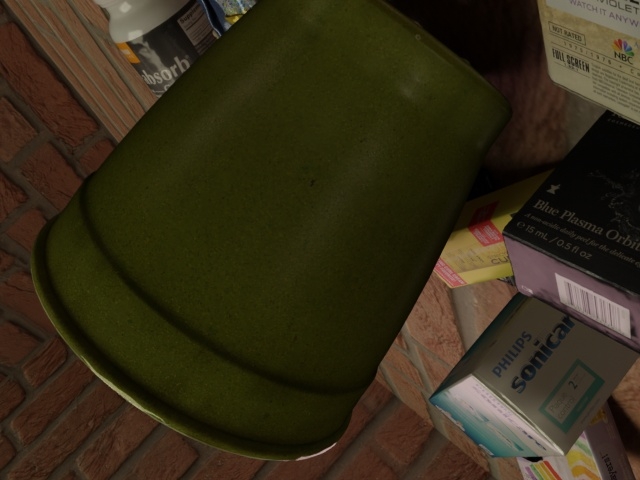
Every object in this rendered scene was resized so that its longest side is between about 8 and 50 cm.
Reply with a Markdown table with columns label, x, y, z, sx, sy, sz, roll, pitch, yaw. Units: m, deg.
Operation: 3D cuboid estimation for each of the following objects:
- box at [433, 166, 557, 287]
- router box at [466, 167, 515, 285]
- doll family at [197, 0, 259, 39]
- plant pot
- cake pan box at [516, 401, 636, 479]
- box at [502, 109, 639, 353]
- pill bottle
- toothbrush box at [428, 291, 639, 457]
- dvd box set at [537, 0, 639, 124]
| label | x | y | z | sx | sy | sz | roll | pitch | yaw |
| --- | --- | --- | --- | --- | --- | --- | --- | --- | --- |
| box | 0.206 | -0.008 | 0.708 | 0.087 | 0.058 | 0.232 | 44 | 152 | -15 |
| router box | 0.193 | -0.029 | 0.843 | 0.133 | 0.046 | 0.179 | 27 | 158 | 53 |
| doll family | -0.097 | -0.272 | 0.807 | 0.163 | 0.118 | 0.263 | 52 | 164 | -31 |
| plant pot | -0.020 | -0.055 | 0.610 | 0.366 | 0.353 | 0.366 | 33 | -164 | -11 |
| cake pan box | 0.415 | 0.344 | 1.102 | 0.245 | 0.070 | 0.267 | 70 | 163 | -6 |
| box | 0.255 | -0.006 | 0.487 | 0.156 | 0.158 | 0.093 | 32 | 162 | 41 |
| pill bottle | -0.221 | -0.309 | 0.974 | 0.162 | 0.162 | 0.278 | 28 | 159 | 50 |
| toothbrush box | 0.268 | 0.147 | 0.790 | 0.126 | 0.216 | 0.295 | 40 | 165 | 14 |
| dvd box set | 0.188 | -0.187 | 0.238 | 0.307 | 0.062 | 0.420 | 48 | 173 | 46 |
